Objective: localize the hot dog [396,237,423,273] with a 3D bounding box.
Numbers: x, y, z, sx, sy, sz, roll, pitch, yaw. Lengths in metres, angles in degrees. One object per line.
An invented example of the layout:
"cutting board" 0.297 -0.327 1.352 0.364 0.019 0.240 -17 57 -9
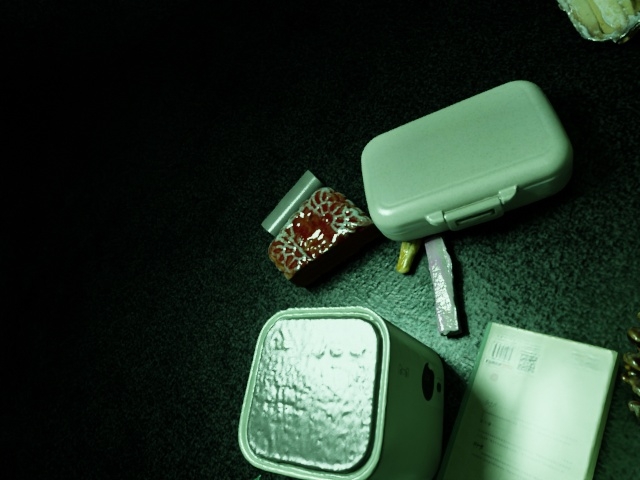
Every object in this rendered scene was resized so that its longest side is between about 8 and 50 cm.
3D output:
"hot dog" 0.191 0.005 0.955 0.044 0.028 0.136 -15 51 60

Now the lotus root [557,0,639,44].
"lotus root" 0.580 -0.516 0.935 0.167 0.078 0.329 -35 48 46

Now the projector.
"projector" 0.047 0.265 0.770 0.249 0.249 0.248 -7 62 32

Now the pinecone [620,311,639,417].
"pinecone" 0.499 0.120 0.541 0.244 0.244 0.308 35 108 42

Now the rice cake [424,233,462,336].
"rice cake" 0.233 0.081 0.879 0.047 0.036 0.206 -11 59 19

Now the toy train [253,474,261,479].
"toy train" -0.117 0.523 0.782 0.301 0.202 0.120 -32 32 17

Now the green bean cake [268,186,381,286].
"green bean cake" 0.000 0.000 1.048 0.232 0.097 0.198 -47 49 5

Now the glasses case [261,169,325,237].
"glasses case" -0.073 -0.094 1.193 0.190 0.042 0.072 -49 41 3

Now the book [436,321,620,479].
"book" 0.309 0.276 0.702 0.215 0.025 0.282 9 72 51

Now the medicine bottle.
"medicine bottle" 0.270 -0.152 0.907 0.376 0.123 0.282 -18 51 19
